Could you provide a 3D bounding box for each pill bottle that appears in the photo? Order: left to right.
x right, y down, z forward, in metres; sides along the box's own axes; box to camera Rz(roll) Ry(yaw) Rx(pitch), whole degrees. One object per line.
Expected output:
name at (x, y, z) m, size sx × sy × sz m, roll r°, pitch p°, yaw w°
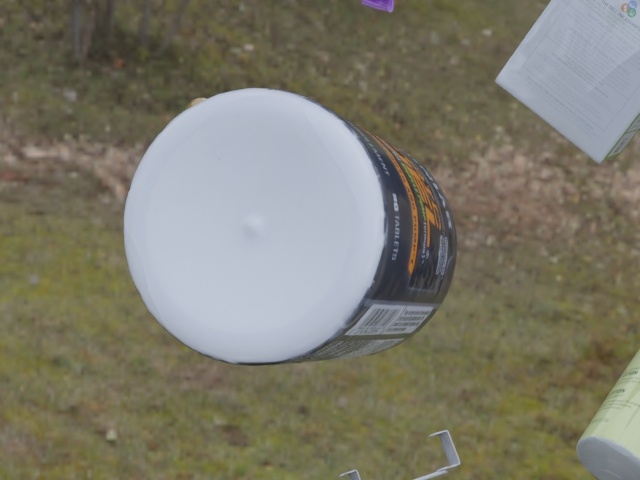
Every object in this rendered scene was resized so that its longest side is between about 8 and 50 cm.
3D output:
pill bottle at (0.000, 0.000, 0.728) m, size 0.130 × 0.130 × 0.246 m, roll 17°, pitch 1°, yaw 16°

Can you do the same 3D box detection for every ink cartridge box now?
ink cartridge box at (0.241, -0.173, 1.036) m, size 0.109 × 0.209 × 0.062 m, roll 41°, pitch 25°, yaw 15°

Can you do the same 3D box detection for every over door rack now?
over door rack at (0.042, 0.408, 1.947) m, size 0.324 × 0.239 × 0.108 m, roll -25°, pitch 85°, yaw -48°

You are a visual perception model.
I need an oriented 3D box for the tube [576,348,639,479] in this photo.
tube at (0.282, 0.091, 1.072) m, size 0.070 × 0.062 × 0.240 m, roll 20°, pitch 53°, yaw 32°

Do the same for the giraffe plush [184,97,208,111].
giraffe plush at (-0.149, -0.080, 1.831) m, size 0.181 × 0.170 × 0.210 m, roll 48°, pitch 31°, yaw 3°

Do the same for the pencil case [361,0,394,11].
pencil case at (-0.035, -0.171, 0.604) m, size 0.206 × 0.088 × 0.086 m, roll 15°, pitch 18°, yaw -33°
